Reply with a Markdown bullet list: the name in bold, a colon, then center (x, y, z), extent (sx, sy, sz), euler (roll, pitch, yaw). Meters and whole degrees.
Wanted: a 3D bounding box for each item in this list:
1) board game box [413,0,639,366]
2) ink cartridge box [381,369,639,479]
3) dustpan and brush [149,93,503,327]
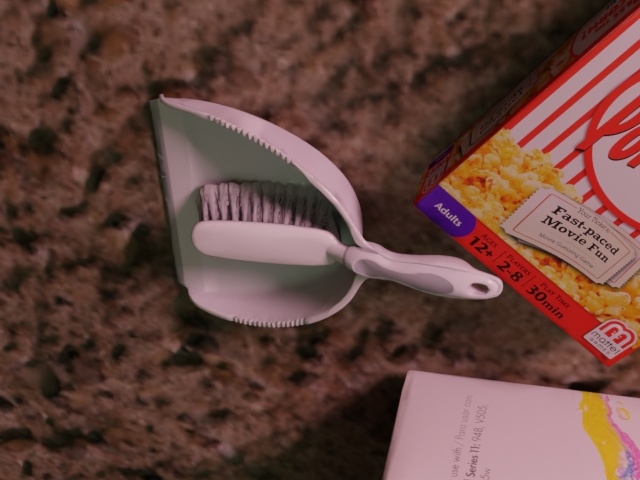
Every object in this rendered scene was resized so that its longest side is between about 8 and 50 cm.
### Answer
- **board game box**: center (0.165, -0.039, 0.568), extent (0.147, 0.045, 0.193), euler (38, 127, -11)
- **ink cartridge box**: center (0.146, 0.200, 0.700), extent (0.353, 0.119, 0.207), euler (6, 127, 12)
- **dustpan and brush**: center (0.000, 0.000, 0.638), extent (0.211, 0.060, 0.147), euler (6, 126, 14)
